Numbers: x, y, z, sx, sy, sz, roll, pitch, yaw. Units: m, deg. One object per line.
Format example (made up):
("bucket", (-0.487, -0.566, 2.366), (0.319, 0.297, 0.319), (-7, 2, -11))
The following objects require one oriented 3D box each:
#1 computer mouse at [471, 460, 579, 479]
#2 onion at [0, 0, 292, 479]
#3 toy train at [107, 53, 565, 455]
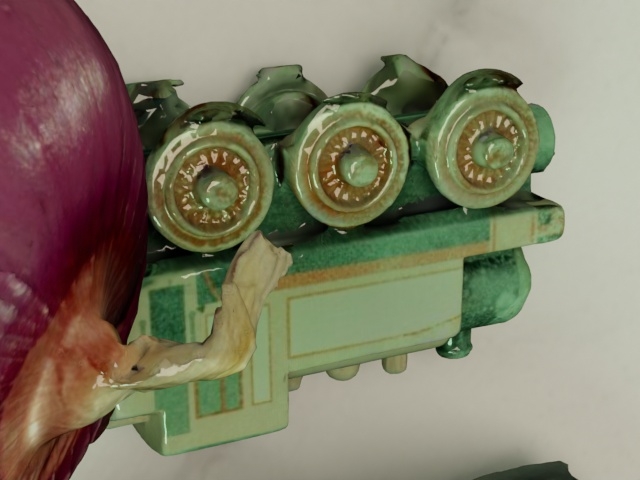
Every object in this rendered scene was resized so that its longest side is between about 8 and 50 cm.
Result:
("computer mouse", (0.010, 0.206, 0.478), (0.374, 0.114, 0.203), (-26, 108, -33))
("onion", (-0.138, 0.012, 0.371), (0.207, 0.200, 0.200), (-44, 113, 9))
("toy train", (0.000, 0.000, 0.510), (0.194, 0.081, 0.125), (-9, 110, -24))
